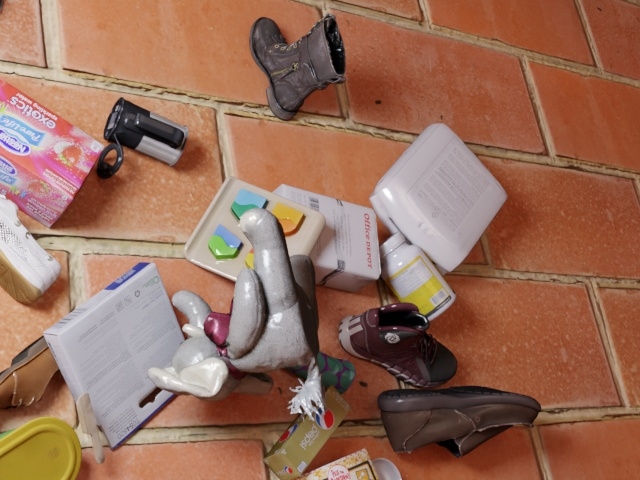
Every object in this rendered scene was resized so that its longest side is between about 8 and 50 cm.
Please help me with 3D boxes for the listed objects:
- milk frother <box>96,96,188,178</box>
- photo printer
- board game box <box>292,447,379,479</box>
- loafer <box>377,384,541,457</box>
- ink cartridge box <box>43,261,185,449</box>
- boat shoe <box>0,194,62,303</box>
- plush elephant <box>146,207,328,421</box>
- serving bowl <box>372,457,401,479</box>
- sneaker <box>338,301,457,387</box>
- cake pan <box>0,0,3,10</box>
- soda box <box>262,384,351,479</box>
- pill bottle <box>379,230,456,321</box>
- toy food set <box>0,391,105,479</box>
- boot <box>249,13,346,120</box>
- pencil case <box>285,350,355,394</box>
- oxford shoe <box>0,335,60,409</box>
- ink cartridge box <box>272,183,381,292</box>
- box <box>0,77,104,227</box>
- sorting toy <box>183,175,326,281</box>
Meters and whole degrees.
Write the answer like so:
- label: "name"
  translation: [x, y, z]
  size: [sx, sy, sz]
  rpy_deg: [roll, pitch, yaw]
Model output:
- label: "milk frother"
  translation: [-0.325, -0.165, 1.751]
  size: [0.134, 0.129, 0.143]
  rpy_deg: [22, 98, -25]
- label: "photo printer"
  translation: [0.255, -0.085, 2.118]
  size: [0.256, 0.107, 0.307]
  rpy_deg: [47, 48, -7]
- label: "board game box"
  translation: [0.051, 0.480, 1.684]
  size: [0.146, 0.045, 0.194]
  rpy_deg: [-16, 76, -28]
- label: "loafer"
  translation: [0.270, 0.357, 1.897]
  size: [0.365, 0.134, 0.130]
  rpy_deg: [3, 88, -25]
- label: "ink cartridge box"
  translation: [-0.316, 0.184, 1.566]
  size: [0.223, 0.045, 0.224]
  rpy_deg: [-40, 121, -43]
- label: "boat shoe"
  translation: [-0.521, -0.029, 1.523]
  size: [0.277, 0.098, 0.096]
  rpy_deg: [52, 46, -14]
- label: "plush elephant"
  translation: [-0.138, 0.154, 1.570]
  size: [0.272, 0.255, 0.330]
  rpy_deg: [47, 30, -70]
- label: "serving bowl"
  translation: [0.110, 0.445, 1.777]
  size: [0.083, 0.027, 0.083]
  rpy_deg: [17, 57, -28]
- label: "sneaker"
  translation: [0.188, 0.200, 1.876]
  size: [0.281, 0.162, 0.106]
  rpy_deg: [21, 56, -27]
- label: "cake pan"
  translation: [-0.686, -0.475, 1.665]
  size: [0.293, 0.054, 0.293]
  rpy_deg: [18, 57, -29]
- label: "soda box"
  translation: [-0.022, 0.341, 1.713]
  size: [0.058, 0.061, 0.181]
  rpy_deg: [48, 48, -5]
- label: "pill bottle"
  translation: [0.188, 0.075, 1.985]
  size: [0.184, 0.103, 0.103]
  rpy_deg: [53, 47, -1]
- label: "toy food set"
  translation: [-0.429, 0.324, 1.424]
  size: [0.218, 0.071, 0.128]
  rpy_deg: [-31, 110, -41]
- label: "boot"
  translation: [-0.036, -0.394, 1.985]
  size: [0.091, 0.229, 0.263]
  rpy_deg: [-4, 69, -38]
- label: "pencil case"
  translation: [-0.012, 0.225, 1.781]
  size: [0.151, 0.064, 0.070]
  rpy_deg: [30, 68, -21]
- label: "oxford shoe"
  translation: [-0.459, 0.225, 1.446]
  size: [0.076, 0.076, 0.212]
  rpy_deg: [56, 47, -10]
- label: "ink cartridge box"
  translation: [0.000, 0.000, 1.891]
  size: [0.219, 0.092, 0.160]
  rpy_deg: [15, 58, -30]
- label: "box"
  translation: [-0.505, -0.155, 1.579]
  size: [0.256, 0.122, 0.128]
  rpy_deg: [34, 51, -17]
- label: "sorting toy"
  translation: [-0.119, -0.010, 1.767]
  size: [0.208, 0.038, 0.193]
  rpy_deg: [24, 65, 9]
